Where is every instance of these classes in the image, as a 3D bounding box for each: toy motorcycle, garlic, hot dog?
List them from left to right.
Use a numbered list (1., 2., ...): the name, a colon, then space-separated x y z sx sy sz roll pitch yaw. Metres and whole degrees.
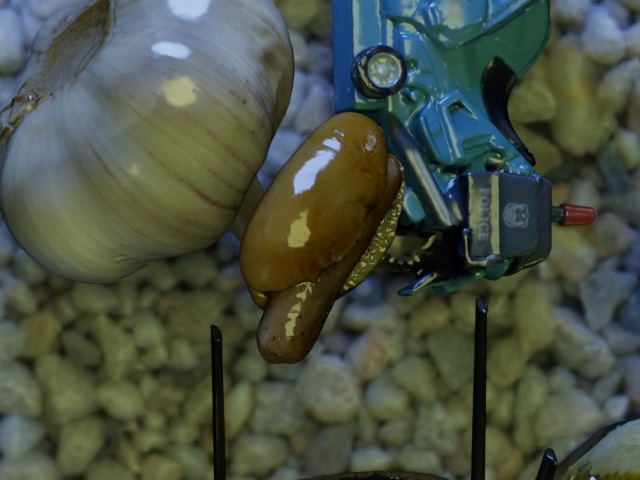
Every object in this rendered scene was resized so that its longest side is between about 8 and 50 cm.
1. garlic: -0.066 -0.035 1.013 0.226 0.199 0.199 43 75 -30
2. hot dog: 0.000 -0.002 0.968 0.060 0.090 0.140 26 58 28
3. toy motorcycle: 0.094 -0.103 1.071 0.182 0.123 0.272 0 88 -17

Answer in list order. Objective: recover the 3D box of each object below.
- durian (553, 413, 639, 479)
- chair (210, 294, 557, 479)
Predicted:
1. durian: 0.304 0.164 1.047 0.305 0.195 0.186 1 89 -14
2. chair: 0.027 0.182 1.006 0.158 0.172 0.247 -5 127 -13
